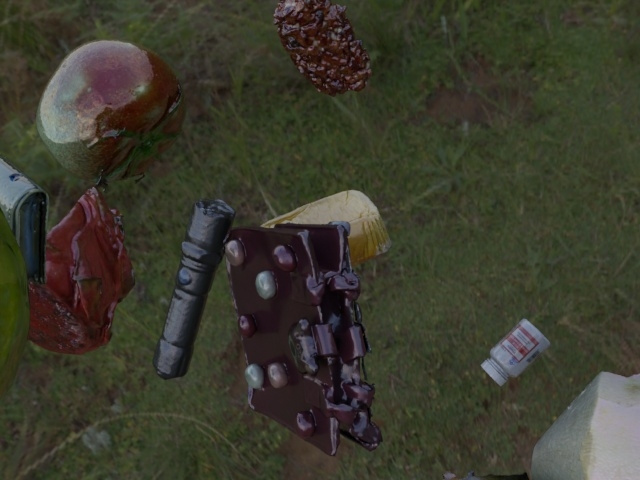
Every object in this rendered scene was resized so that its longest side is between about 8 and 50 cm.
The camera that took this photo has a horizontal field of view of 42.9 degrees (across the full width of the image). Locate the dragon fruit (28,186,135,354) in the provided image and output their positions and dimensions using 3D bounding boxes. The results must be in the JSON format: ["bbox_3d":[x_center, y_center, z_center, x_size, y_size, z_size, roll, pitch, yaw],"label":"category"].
[{"bbox_3d":[-0.330,0.048,1.171,0.152,0.317,0.205,36,60,-11],"label":"dragon fruit"}]

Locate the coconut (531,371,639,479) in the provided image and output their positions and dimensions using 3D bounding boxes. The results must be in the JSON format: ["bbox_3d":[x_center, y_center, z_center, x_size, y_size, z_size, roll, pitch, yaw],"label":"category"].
[{"bbox_3d":[0.434,0.319,1.060,0.309,0.297,0.297,10,58,24],"label":"coconut"}]

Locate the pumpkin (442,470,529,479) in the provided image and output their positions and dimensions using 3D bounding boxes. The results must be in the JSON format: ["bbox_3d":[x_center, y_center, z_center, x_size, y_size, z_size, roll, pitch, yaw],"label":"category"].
[{"bbox_3d":[0.164,0.408,1.034,0.256,0.303,0.225,-2,75,-2],"label":"pumpkin"}]

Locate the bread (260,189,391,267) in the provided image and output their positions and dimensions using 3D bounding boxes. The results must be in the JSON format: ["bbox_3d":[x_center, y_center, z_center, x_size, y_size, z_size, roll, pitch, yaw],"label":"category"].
[{"bbox_3d":[0.000,0.000,1.764,0.288,0.119,0.152,-22,41,-15],"label":"bread"}]

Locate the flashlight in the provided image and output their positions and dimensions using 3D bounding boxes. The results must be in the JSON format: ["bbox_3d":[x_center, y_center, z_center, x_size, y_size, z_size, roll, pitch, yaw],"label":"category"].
[{"bbox_3d":[-0.287,0.112,1.793,0.103,0.103,0.424,29,110,30],"label":"flashlight"}]

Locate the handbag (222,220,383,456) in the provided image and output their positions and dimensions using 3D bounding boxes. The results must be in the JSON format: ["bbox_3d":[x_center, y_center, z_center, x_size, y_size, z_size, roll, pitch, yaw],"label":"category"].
[{"bbox_3d":[-0.024,0.084,0.771,0.074,0.203,0.216,-11,7,-22],"label":"handbag"}]

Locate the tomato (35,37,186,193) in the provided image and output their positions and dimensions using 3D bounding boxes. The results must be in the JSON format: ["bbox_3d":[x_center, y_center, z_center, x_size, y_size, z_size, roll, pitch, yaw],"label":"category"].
[{"bbox_3d":[-0.435,-0.267,1.682,0.239,0.303,0.303,42,72,11],"label":"tomato"}]

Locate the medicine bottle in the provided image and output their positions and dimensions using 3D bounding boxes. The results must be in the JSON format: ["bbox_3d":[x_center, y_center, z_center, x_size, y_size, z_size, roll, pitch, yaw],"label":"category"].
[{"bbox_3d":[0.412,0.240,1.732,0.140,0.079,0.079,-44,54,4],"label":"medicine bottle"}]

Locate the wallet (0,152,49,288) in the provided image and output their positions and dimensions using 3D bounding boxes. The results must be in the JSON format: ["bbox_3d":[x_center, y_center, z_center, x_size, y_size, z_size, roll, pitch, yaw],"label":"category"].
[{"bbox_3d":[-0.303,-0.028,0.748,0.039,0.110,0.155,-17,37,-40],"label":"wallet"}]

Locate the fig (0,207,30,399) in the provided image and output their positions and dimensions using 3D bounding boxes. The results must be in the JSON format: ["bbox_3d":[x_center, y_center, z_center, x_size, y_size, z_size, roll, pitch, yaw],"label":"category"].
[{"bbox_3d":[-0.296,0.051,0.632,0.167,0.167,0.233,22,67,27],"label":"fig"}]

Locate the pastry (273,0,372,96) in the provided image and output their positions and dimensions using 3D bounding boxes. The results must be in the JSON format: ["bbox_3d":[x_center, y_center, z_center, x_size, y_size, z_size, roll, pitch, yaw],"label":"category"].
[{"bbox_3d":[0.003,-0.320,1.312,0.115,0.208,0.097,-40,41,2],"label":"pastry"}]
